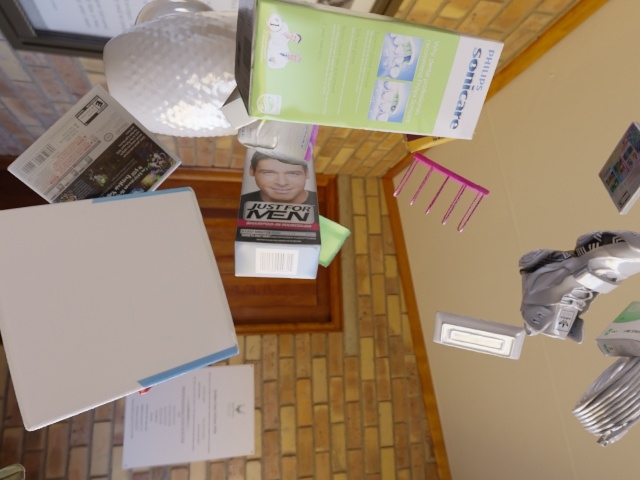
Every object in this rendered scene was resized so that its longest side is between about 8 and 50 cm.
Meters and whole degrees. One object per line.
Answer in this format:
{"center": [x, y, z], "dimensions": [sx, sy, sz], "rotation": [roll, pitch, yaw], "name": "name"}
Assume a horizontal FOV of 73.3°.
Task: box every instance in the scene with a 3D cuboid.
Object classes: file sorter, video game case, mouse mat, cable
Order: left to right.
{"center": [-0.359, -0.123, 0.701], "dimensions": [0.190, 0.173, 0.022], "rotation": [-49, -160, -9], "name": "video game case"}
{"center": [0.000, 0.000, 1.510], "dimensions": [0.189, 0.153, 0.007], "rotation": [-57, -168, 31], "name": "mouse mat"}
{"center": [0.442, -0.176, 1.611], "dimensions": [0.182, 0.291, 0.202], "rotation": [-61, 170, 12], "name": "file sorter"}
{"center": [0.711, 0.350, 1.014], "dimensions": [0.257, 0.257, 0.089], "rotation": [-50, -118, 10], "name": "cable"}
{"center": [0.701, -0.164, 0.977], "dimensions": [0.157, 0.019, 0.143], "rotation": [92, 3, -48], "name": "video game case"}

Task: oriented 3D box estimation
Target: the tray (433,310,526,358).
{"center": [0.500, 0.310, 1.375], "dimensions": [0.030, 0.270, 0.145], "rotation": [-57, 149, -50], "name": "tray"}

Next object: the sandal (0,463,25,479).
{"center": [-0.619, 0.386, 0.634], "dimensions": [0.120, 0.303, 0.086], "rotation": [-37, -113, 32], "name": "sandal"}

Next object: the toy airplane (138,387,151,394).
{"center": [-0.574, 0.249, 1.420], "dimensions": [0.386, 0.272, 0.384], "rotation": [61, -37, 43], "name": "toy airplane"}

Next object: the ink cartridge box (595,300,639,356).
{"center": [0.760, 0.186, 0.944], "dimensions": [0.056, 0.181, 0.225], "rotation": [59, -24, 4], "name": "ink cartridge box"}

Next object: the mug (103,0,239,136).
{"center": [-0.322, -0.427, 1.030], "dimensions": [0.276, 0.328, 0.374], "rotation": [114, -34, -70], "name": "mug"}

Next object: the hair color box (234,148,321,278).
{"center": [-0.105, -0.080, 1.068], "dimensions": [0.374, 0.185, 0.113], "rotation": [-95, -169, -48], "name": "hair color box"}

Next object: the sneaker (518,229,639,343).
{"center": [0.578, 0.112, 0.946], "dimensions": [0.366, 0.137, 0.210], "rotation": [140, -35, -71], "name": "sneaker"}

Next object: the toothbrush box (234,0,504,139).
{"center": [0.041, -0.228, 0.552], "dimensions": [0.206, 0.283, 0.122], "rotation": [-116, -150, -55], "name": "toothbrush box"}

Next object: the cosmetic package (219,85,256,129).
{"center": [-0.108, -0.231, 0.684], "dimensions": [0.041, 0.060, 0.115], "rotation": [54, 34, -34], "name": "cosmetic package"}

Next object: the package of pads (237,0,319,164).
{"center": [-0.064, -0.321, 0.917], "dimensions": [0.229, 0.101, 0.296], "rotation": [-6, 109, -73], "name": "package of pads"}

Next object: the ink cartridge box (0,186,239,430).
{"center": [-0.257, 0.085, 0.523], "dimensions": [0.270, 0.198, 0.197], "rotation": [-30, -103, 56], "name": "ink cartridge box"}

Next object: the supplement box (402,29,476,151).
{"center": [0.223, -0.299, 0.900], "dimensions": [0.191, 0.129, 0.194], "rotation": [-58, 133, -74], "name": "supplement box"}
